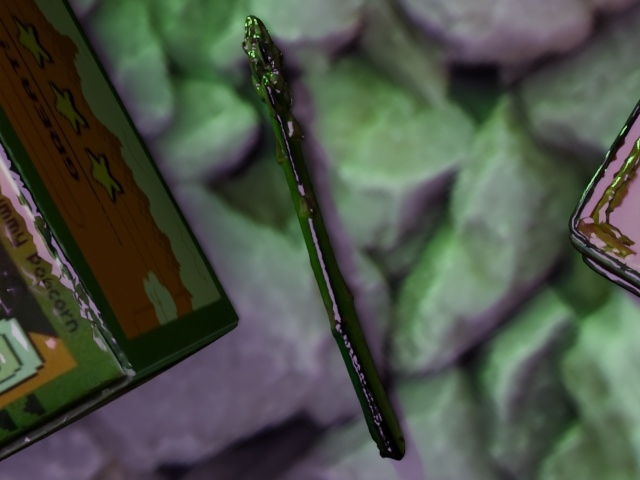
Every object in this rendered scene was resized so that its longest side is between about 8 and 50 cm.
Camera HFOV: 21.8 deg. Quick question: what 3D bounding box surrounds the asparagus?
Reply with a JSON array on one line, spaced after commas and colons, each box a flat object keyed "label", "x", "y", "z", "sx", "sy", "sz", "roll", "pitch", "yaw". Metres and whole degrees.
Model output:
[{"label": "asparagus", "x": 0.000, "y": 0.000, "z": 0.585, "sx": 0.013, "sy": 0.016, "sz": 0.166, "roll": -17, "pitch": 93, "yaw": 45}]

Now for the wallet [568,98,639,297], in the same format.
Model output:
[{"label": "wallet", "x": 0.193, "y": -0.039, "z": 0.532, "sx": 0.161, "sy": 0.042, "sz": 0.195, "roll": 32, "pitch": 99, "yaw": 7}]

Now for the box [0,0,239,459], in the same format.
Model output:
[{"label": "box", "x": -0.163, "y": 0.004, "z": 0.547, "sx": 0.195, "sy": 0.148, "sz": 0.177, "roll": -28, "pitch": 88, "yaw": 11}]
